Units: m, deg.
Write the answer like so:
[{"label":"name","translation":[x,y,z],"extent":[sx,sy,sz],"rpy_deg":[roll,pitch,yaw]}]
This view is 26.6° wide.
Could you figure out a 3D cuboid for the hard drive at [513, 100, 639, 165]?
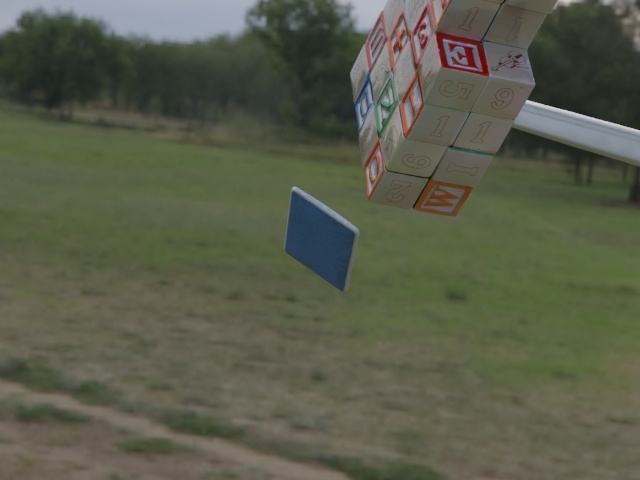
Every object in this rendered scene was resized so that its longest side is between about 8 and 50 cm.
[{"label":"hard drive","translation":[0.371,-0.119,1.674],"extent":[0.203,0.040,0.307],"rpy_deg":[12,8,-38]}]

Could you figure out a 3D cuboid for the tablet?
[{"label":"tablet","translation":[0.000,0.000,0.898],"extent":[0.054,0.006,0.083],"rpy_deg":[34,-28,14]}]

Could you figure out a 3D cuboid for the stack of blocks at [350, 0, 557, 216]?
[{"label":"stack of blocks","translation":[0.124,-0.183,1.165],"extent":[0.087,0.297,0.171],"rpy_deg":[9,47,-17]}]
